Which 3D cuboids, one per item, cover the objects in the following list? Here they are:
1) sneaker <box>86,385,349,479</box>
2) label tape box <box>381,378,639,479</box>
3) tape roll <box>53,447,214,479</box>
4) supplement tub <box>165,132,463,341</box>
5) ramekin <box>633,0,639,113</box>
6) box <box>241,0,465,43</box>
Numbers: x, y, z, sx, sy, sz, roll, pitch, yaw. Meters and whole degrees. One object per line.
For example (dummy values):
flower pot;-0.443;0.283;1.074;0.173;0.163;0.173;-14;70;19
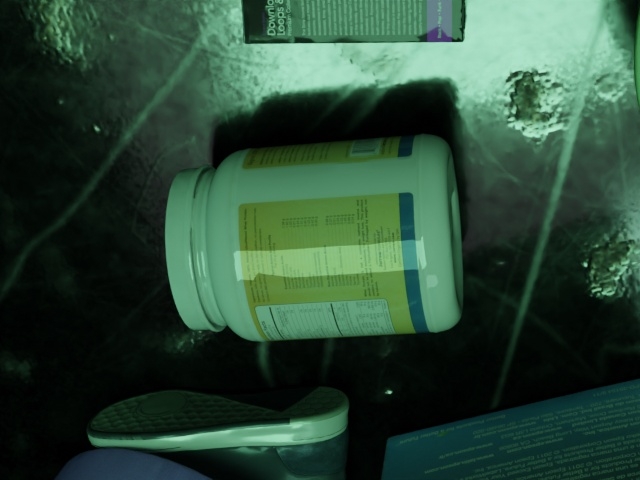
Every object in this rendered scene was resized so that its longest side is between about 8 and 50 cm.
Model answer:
sneaker;-0.083;0.213;0.969;0.226;0.086;0.163;-1;112;9
label tape box;0.161;0.247;0.809;0.240;0.334;0.106;-16;111;16
tape roll;-0.130;0.302;0.959;0.274;0.090;0.275;18;135;18
supplement tub;0.000;0.000;0.827;0.199;0.144;0.144;-4;114;11
ramekin;0.345;-0.142;0.706;0.303;0.148;0.303;3;115;7
box;0.021;-0.199;0.798;0.162;0.029;0.116;1;113;7
